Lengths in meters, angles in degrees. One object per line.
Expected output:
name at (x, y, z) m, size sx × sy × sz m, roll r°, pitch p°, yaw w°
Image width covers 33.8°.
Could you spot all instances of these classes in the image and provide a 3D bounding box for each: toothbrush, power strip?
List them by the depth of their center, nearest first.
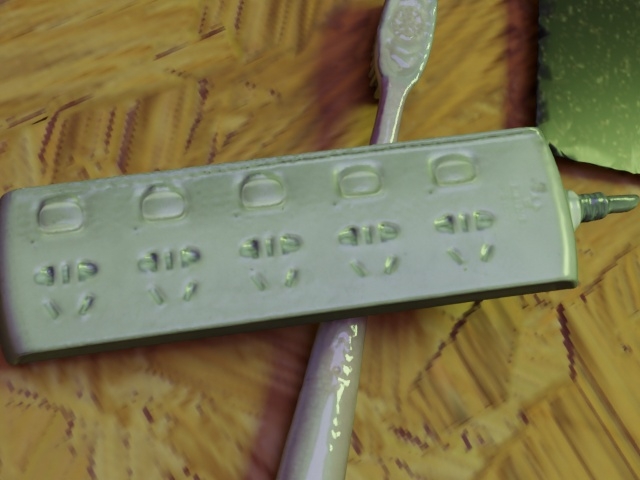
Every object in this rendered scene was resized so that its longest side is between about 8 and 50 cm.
power strip at (0.000, 0.000, 0.385) m, size 0.252 × 0.027 × 0.060 m, roll -8°, pitch 73°, yaw -7°
toothbrush at (0.008, 0.030, 0.407) m, size 0.025 × 0.029 × 0.307 m, roll 15°, pitch 71°, yaw -8°

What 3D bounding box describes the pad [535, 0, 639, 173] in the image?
pad at (0.208, -0.174, 0.534) m, size 0.220 × 0.004 × 0.330 m, roll 11°, pitch 71°, yaw -16°
